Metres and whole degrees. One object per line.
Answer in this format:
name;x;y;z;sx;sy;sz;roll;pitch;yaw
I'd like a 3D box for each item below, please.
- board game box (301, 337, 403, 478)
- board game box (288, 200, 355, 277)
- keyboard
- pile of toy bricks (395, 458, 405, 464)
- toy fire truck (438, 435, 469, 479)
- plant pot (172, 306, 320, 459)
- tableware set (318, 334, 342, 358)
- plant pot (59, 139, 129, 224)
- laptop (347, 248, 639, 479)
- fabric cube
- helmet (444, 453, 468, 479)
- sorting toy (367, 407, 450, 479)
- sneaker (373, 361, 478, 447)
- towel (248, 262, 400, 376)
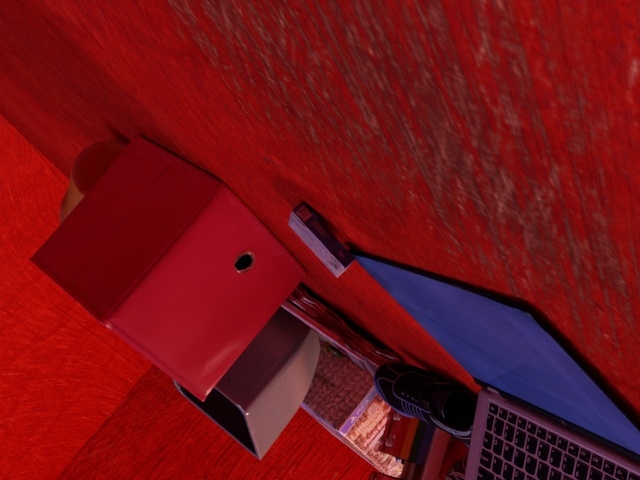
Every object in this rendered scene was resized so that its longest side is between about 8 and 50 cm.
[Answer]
board game box;0.074;0.378;2.316;0.232;0.141;0.291;30;167;43
board game box;0.000;0.000;1.202;0.090;0.020;0.090;48;170;3
keyboard;-0.018;0.140;1.743;0.072;0.014;0.256;46;170;-36
pile of toy bricks;0.214;0.404;2.101;0.105;0.118;0.212;1;156;-2
toy fire truck;0.314;0.474;1.903;0.217;0.158;0.246;44;158;-23
plant pot;-0.136;0.232;2.051;0.248;0.252;0.247;35;156;24
tableware set;-0.016;0.198;2.189;0.104;0.024;0.154;27;164;51
plant pot;-0.362;-0.072;1.808;0.205;0.205;0.188;37;155;14
laptop;0.175;0.246;1.097;0.236;0.408;0.382;8;-176;-23
fabric cube;-0.230;0.039;1.574;0.259;0.258;0.254;29;165;46
helmet;0.284;0.421;1.673;0.161;0.169;0.169;26;176;-24
sorting toy;0.141;0.408;1.815;0.089;0.255;0.257;18;170;-1
sneaker;0.164;0.229;1.511;0.232;0.081;0.090;23;160;37
towel;0.022;0.155;1.816;0.329;0.037;0.237;36;170;21
